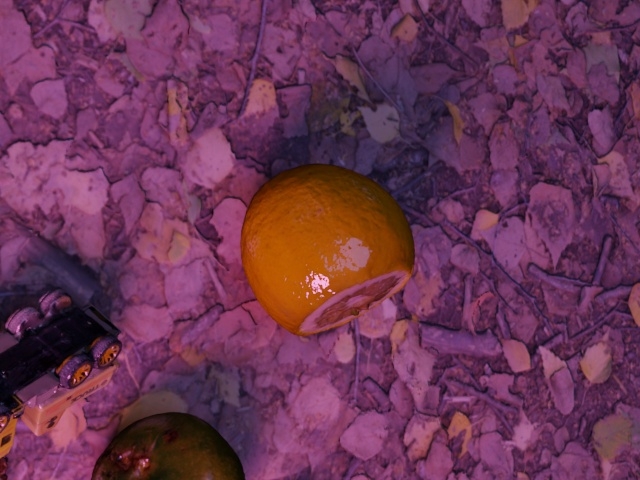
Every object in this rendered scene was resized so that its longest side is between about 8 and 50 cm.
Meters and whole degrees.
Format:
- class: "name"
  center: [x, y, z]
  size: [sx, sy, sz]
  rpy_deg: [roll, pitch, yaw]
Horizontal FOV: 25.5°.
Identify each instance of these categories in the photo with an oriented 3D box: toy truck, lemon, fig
- class: "toy truck"
  center: [-0.376, 0.185, 1.779]
  size: [0.124, 0.157, 0.272]
  rpy_deg: [38, 46, 20]
- class: "lemon"
  center: [0.000, 0.000, 1.995]
  size: [0.240, 0.240, 0.219]
  rpy_deg: [-20, 72, -31]
- class: "fig"
  center: [-0.183, 0.347, 1.914]
  size: [0.203, 0.203, 0.235]
  rpy_deg: [-67, 156, -18]

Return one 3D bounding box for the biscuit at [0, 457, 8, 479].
- class: "biscuit"
  center: [-0.471, 0.452, 1.757]
  size: [0.107, 0.073, 0.388]
  rpy_deg: [12, 80, -31]
